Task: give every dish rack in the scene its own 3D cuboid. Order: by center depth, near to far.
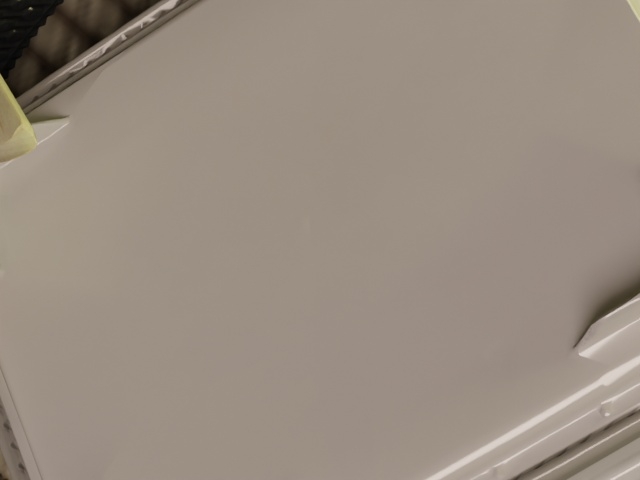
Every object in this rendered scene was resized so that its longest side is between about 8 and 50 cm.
[{"bbox_3d":[0.000,0.000,0.746,0.333,0.285,0.072,-31,153,12],"label":"dish rack"}]

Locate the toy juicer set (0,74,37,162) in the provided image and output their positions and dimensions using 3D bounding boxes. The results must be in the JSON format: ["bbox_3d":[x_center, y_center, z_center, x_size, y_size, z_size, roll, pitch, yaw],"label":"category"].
[{"bbox_3d":[-0.218,-0.038,0.772,0.329,0.209,0.089,-31,146,29],"label":"toy juicer set"}]

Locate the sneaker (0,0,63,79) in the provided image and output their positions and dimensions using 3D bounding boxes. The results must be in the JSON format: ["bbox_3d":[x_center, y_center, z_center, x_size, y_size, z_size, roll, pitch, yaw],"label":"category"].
[{"bbox_3d":[-0.171,-0.094,0.815,0.082,0.069,0.209,50,118,15],"label":"sneaker"}]
